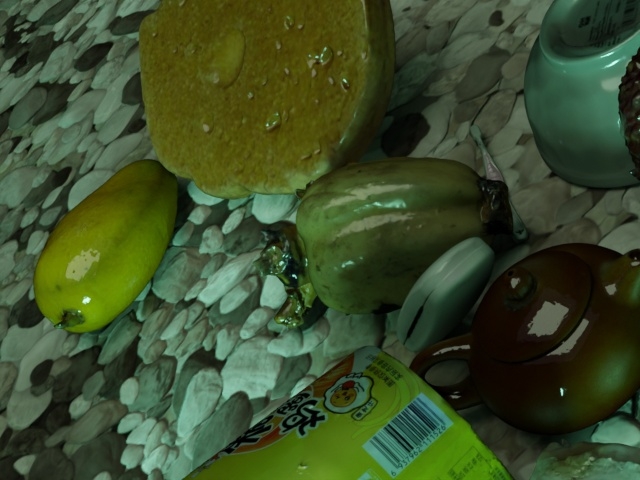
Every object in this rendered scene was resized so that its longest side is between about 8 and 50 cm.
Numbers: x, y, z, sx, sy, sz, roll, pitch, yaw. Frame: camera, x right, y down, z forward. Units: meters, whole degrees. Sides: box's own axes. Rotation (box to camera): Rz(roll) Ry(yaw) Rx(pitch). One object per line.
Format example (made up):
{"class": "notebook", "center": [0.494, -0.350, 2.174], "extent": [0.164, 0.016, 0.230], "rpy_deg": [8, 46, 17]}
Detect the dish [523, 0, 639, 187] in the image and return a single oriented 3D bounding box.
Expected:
{"class": "dish", "center": [0.307, -0.196, 1.354], "extent": [0.303, 0.120, 0.303], "rpy_deg": [-28, 38, 24]}

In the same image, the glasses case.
{"class": "glasses case", "center": [0.113, 0.052, 1.261], "extent": [0.076, 0.049, 0.197], "rpy_deg": [-40, -12, -17]}

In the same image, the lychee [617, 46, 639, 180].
{"class": "lychee", "center": [0.344, -0.106, 1.160], "extent": [0.188, 0.188, 0.188], "rpy_deg": [-28, 36, 23]}

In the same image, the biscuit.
{"class": "biscuit", "center": [-0.081, -0.219, 1.710], "extent": [0.455, 0.078, 0.350], "rpy_deg": [19, 98, 45]}

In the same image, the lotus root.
{"class": "lotus root", "center": [0.068, -0.005, 1.380], "extent": [0.256, 0.155, 0.140], "rpy_deg": [-11, 3, 21]}

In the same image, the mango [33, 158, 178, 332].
{"class": "mango", "center": [-0.272, 0.002, 1.773], "extent": [0.176, 0.119, 0.317], "rpy_deg": [-16, 34, 40]}

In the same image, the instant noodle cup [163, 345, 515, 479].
{"class": "instant noodle cup", "center": [0.030, 0.220, 1.091], "extent": [0.200, 0.264, 0.264], "rpy_deg": [-43, 32, -12]}

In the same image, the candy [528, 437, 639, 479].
{"class": "candy", "center": [0.213, 0.250, 0.921], "extent": [0.137, 0.185, 0.195], "rpy_deg": [-3, 46, 39]}

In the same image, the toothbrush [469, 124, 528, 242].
{"class": "toothbrush", "center": [0.183, -0.063, 1.430], "extent": [0.017, 0.022, 0.204], "rpy_deg": [-21, 37, 6]}

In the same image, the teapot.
{"class": "teapot", "center": [0.179, 0.078, 1.179], "extent": [0.252, 0.135, 0.178], "rpy_deg": [-27, 33, 23]}

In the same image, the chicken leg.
{"class": "chicken leg", "center": [0.002, 0.001, 1.500], "extent": [0.101, 0.085, 0.208], "rpy_deg": [28, 80, 20]}
